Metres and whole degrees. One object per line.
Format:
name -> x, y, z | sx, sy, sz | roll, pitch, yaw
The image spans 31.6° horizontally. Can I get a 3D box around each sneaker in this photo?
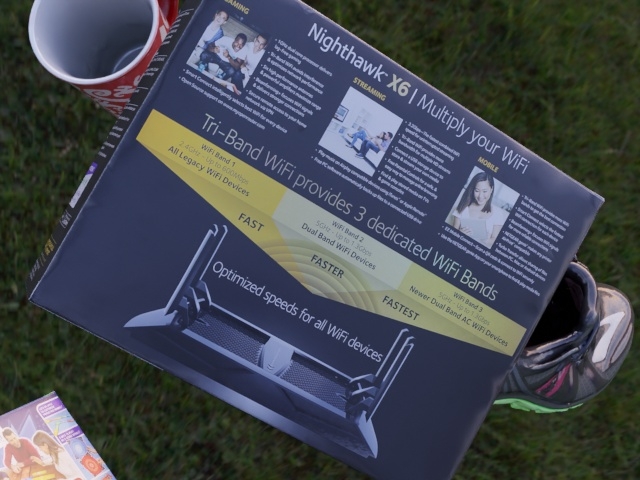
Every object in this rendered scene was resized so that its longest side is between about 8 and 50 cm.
sneaker -> 0.302, 0.116, 1.464 | 0.483, 0.202, 0.185 | -2, 63, -51

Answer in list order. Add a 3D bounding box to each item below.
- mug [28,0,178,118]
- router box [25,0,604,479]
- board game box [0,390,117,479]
mug -> -0.164, -0.178, 1.029 | 0.150, 0.169, 0.113 | -37, 75, -1
router box -> 0.000, 0.000, 0.752 | 0.309, 0.081, 0.243 | 31, 88, -17
board game box -> -0.296, 0.238, 1.101 | 0.136, 0.035, 0.201 | 53, 29, 10
